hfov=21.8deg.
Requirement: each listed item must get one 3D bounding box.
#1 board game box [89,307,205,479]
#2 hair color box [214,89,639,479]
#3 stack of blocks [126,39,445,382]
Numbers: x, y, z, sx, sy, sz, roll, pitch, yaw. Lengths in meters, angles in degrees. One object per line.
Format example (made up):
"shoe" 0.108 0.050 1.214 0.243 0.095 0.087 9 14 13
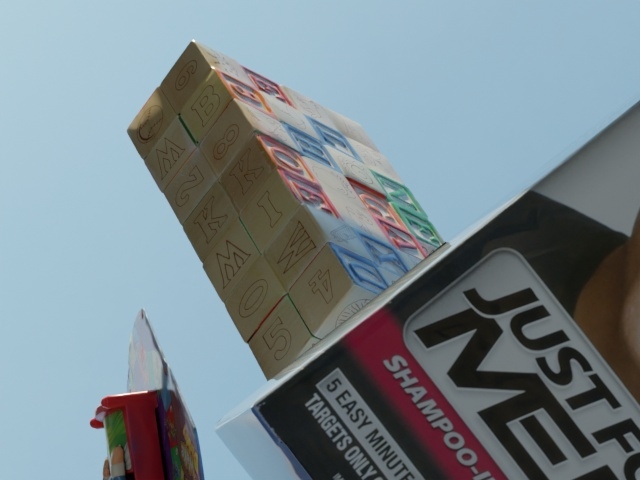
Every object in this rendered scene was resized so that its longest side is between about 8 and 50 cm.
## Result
"board game box" -0.080 0.111 0.697 0.168 0.033 0.133 -124 -147 -58
"hair color box" 0.156 0.043 0.795 0.185 0.374 0.113 52 -18 1
"stack of blocks" 0.000 0.000 1.125 0.087 0.171 0.297 -52 -140 17
